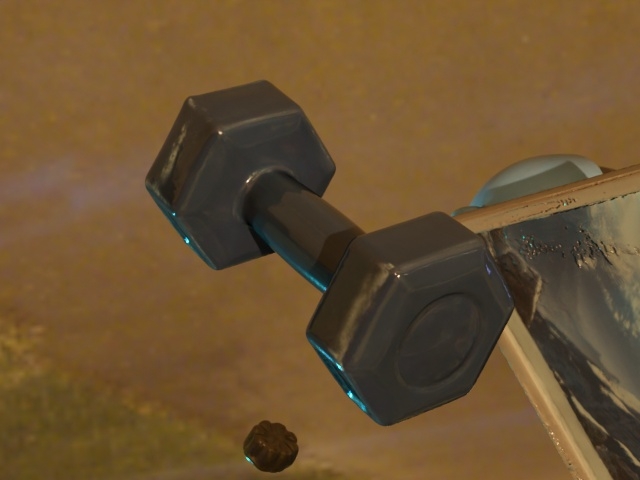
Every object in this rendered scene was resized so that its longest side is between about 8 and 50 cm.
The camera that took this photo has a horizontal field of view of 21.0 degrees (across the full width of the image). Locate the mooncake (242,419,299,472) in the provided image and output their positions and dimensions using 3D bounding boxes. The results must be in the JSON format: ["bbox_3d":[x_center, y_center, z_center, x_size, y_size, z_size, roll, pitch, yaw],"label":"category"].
[{"bbox_3d":[-0.077,0.235,1.599,0.150,0.057,0.347,19,-168,-12],"label":"mooncake"}]

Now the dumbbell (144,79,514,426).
[{"bbox_3d":[0.000,0.000,1.323,0.144,0.156,0.316,15,-162,-44],"label":"dumbbell"}]

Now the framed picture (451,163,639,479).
[{"bbox_3d":[0.272,0.095,1.518,0.247,0.335,0.022,-15,-156,39],"label":"framed picture"}]

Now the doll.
[{"bbox_3d":[0.266,-0.004,1.691,0.314,0.141,0.177,8,153,-23],"label":"doll"}]
